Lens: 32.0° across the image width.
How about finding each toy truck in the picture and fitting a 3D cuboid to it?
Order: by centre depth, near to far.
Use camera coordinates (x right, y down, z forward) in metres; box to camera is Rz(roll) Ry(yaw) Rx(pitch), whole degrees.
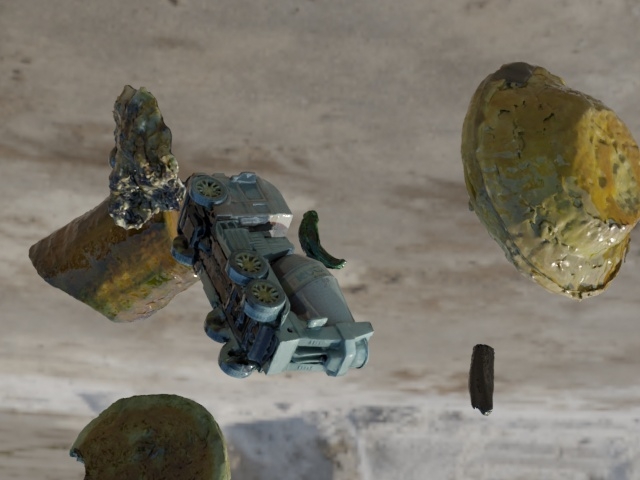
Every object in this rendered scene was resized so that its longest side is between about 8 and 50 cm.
[{"bbox_3d":[-0.054,0.039,1.173,0.140,0.257,0.108,-4,136,-30],"label":"toy truck"}]

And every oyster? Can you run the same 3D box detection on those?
[{"bbox_3d":[-0.303,-0.137,1.838,0.083,0.223,0.214,-22,-179,-37],"label":"oyster"}]

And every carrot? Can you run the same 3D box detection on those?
[{"bbox_3d":[-0.363,0.027,2.131,0.340,0.241,0.241,-31,151,24],"label":"carrot"}]

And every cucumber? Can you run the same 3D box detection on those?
[{"bbox_3d":[0.209,0.181,1.454,0.033,0.135,0.034,17,128,0],"label":"cucumber"}]

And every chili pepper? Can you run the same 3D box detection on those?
[{"bbox_3d":[-0.006,0.004,1.906,0.055,0.118,0.035,-30,162,-6],"label":"chili pepper"}]

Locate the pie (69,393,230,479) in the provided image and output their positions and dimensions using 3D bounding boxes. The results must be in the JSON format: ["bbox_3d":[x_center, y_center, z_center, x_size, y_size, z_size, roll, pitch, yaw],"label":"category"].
[{"bbox_3d":[-0.277,0.370,1.743,0.302,0.302,0.067,-4,143,18],"label":"pie"}]

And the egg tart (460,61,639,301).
[{"bbox_3d":[0.431,-0.115,1.940,0.443,0.443,0.178,15,154,-39],"label":"egg tart"}]
